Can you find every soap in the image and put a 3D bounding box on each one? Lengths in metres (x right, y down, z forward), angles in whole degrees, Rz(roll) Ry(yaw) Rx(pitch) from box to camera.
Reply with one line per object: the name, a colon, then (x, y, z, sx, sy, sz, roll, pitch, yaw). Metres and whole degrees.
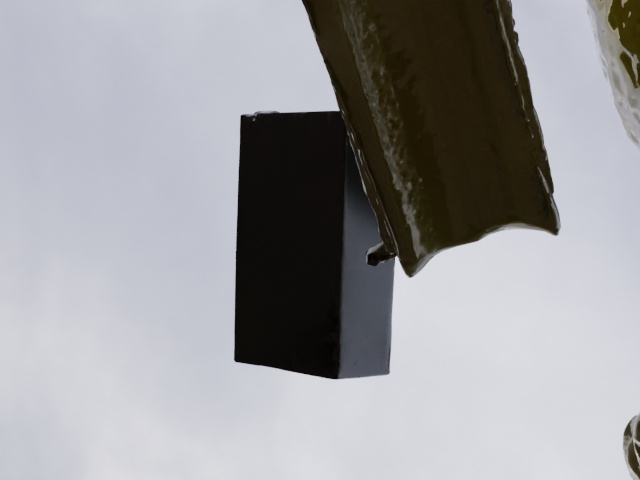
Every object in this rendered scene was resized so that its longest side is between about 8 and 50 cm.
soap: (0.023, -0.117, 0.381, 0.076, 0.135, 0.233, -13, -60, 10)

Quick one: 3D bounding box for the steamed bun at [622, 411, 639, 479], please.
steamed bun: (0.309, 0.167, 0.792, 0.155, 0.172, 0.141, 16, -94, 12)

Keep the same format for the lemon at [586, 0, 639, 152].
lemon: (0.327, -0.163, 0.633, 0.349, 0.350, 0.387, 30, -69, 29)

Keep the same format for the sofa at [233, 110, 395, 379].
sofa: (0.000, 0.000, 0.591, 0.085, 0.060, 0.147, 3, -87, 41)
